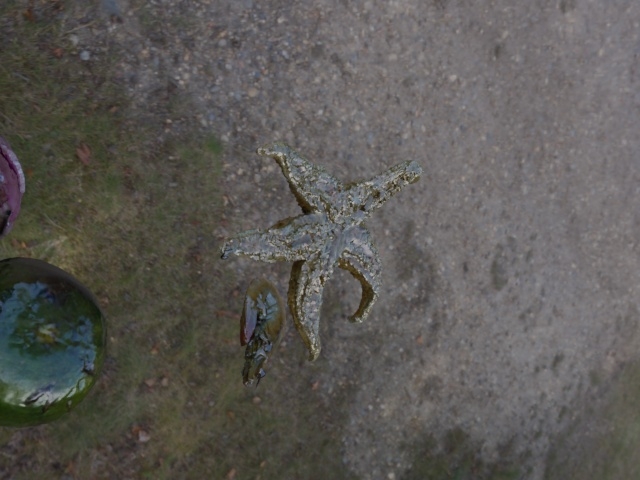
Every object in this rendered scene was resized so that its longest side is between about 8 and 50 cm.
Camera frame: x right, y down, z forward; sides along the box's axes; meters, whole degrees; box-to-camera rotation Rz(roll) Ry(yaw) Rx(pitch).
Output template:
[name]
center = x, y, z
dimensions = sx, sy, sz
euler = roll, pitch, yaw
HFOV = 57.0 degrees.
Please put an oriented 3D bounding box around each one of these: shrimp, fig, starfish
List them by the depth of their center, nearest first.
[fig]
center = -0.238, 0.080, 0.442
dimensions = 0.123, 0.156, 0.123
euler = 25, 55, -41
[starfish]
center = -0.003, -0.002, 0.717
dimensions = 0.302, 0.060, 0.299
euler = 28, 95, -45
[shrimp]
center = -0.131, 0.182, 1.253
dimensions = 0.287, 0.063, 0.152
euler = -75, 147, -59

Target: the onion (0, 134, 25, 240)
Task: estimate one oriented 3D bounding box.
[onion]
center = -0.469, -0.108, 0.713
dimensions = 0.267, 0.349, 0.159
euler = 33, 60, -52
